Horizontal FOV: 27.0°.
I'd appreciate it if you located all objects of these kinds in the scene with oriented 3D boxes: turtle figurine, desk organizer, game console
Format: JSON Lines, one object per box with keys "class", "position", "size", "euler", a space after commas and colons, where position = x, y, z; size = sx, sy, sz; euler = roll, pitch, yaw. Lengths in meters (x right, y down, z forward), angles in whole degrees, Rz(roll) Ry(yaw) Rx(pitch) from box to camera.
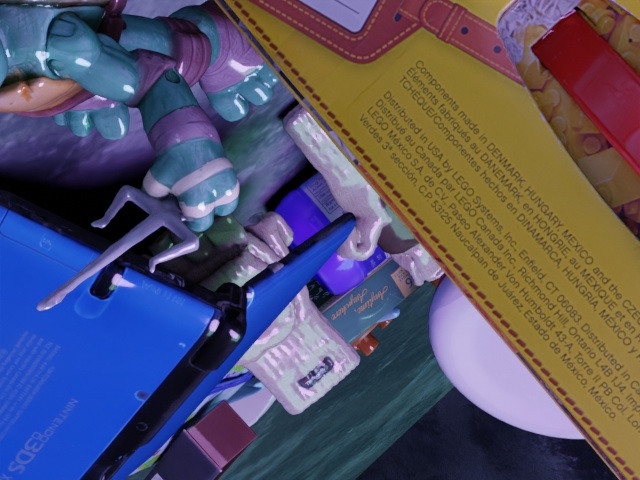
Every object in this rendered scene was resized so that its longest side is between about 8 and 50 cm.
{"class": "turtle figurine", "position": [-0.108, -0.057, 0.516], "size": [0.234, 0.175, 0.118], "euler": [-36, 135, -68]}
{"class": "desk organizer", "position": [-0.106, 0.191, 1.150], "size": [0.050, 0.047, 0.130], "euler": [-38, 171, -38]}
{"class": "game console", "position": [-0.155, 0.069, 0.847], "size": [0.293, 0.250, 0.173], "euler": [-49, -157, 33]}

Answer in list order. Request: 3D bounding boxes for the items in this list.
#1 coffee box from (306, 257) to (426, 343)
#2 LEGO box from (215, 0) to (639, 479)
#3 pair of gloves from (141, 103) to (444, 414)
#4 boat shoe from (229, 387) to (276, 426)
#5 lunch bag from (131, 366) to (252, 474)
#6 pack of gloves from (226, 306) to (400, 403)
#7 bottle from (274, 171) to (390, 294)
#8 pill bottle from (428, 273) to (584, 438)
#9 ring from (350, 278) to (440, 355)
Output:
{"class": "coffee box", "position": [0.010, 0.046, 1.209], "size": [0.113, 0.040, 0.184], "euler": [-36, -165, -15]}
{"class": "LEGO box", "position": [0.195, -0.028, 0.647], "size": [0.193, 0.500, 0.372], "euler": [-43, 167, 16]}
{"class": "pair of gloves", "position": [0.000, 0.000, 0.996], "size": [0.240, 0.042, 0.204], "euler": [-45, 126, 6]}
{"class": "boat shoe", "position": [-0.062, 0.148, 1.486], "size": [0.184, 0.066, 0.063], "euler": [-53, 163, 12]}
{"class": "lunch bag", "position": [-0.146, 0.122, 1.103], "size": [0.176, 0.090, 0.219], "euler": [-46, 166, 15]}
{"class": "pack of gloves", "position": [-0.002, 0.101, 1.299], "size": [0.195, 0.046, 0.232], "euler": [-45, -170, -37]}
{"class": "bottle", "position": [0.092, -0.074, 1.096], "size": [0.283, 0.092, 0.118], "euler": [-39, 171, -2]}
{"class": "pill bottle", "position": [0.238, -0.022, 1.180], "size": [0.210, 0.210, 0.363], "euler": [-55, -173, 47]}
{"class": "ring", "position": [0.135, 0.010, 1.452], "size": [0.336, 0.032, 0.336], "euler": [-48, 179, -1]}
